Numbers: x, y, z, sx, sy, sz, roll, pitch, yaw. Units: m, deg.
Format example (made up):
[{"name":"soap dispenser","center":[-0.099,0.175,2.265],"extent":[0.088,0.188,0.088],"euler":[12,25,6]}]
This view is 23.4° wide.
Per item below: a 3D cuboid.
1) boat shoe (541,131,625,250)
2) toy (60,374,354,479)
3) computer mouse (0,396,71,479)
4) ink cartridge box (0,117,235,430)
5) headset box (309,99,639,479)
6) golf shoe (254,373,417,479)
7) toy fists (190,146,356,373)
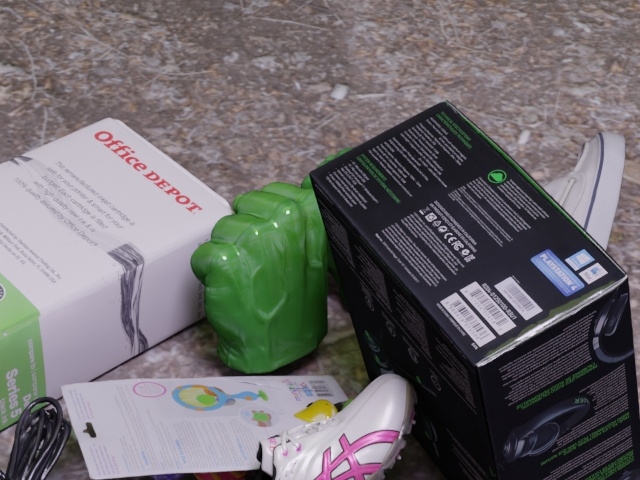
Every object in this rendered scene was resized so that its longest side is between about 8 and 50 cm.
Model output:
[{"name":"boat shoe","center":[0.232,-0.017,1.477],"extent":[0.088,0.096,0.268],"euler":[15,48,8]},{"name":"toy","center":[-0.081,0.164,1.250],"extent":[0.237,0.056,0.137],"euler":[-4,26,-19]},{"name":"computer mouse","center":[-0.336,0.196,1.205],"extent":[0.262,0.060,0.184],"euler":[8,52,6]},{"name":"ink cartridge box","center":[-0.238,0.022,1.371],"extent":[0.272,0.115,0.198],"euler":[-28,48,-32]},{"name":"headset box","center":[0.127,0.081,1.204],"extent":[0.131,0.283,0.246],"euler":[-28,45,-12]},{"name":"golf shoe","center":[-0.002,0.168,1.165],"extent":[0.186,0.086,0.067],"euler":[-50,17,-8]},{"name":"toy fists","center":[0.000,0.000,1.375],"extent":[0.279,0.142,0.096],"euler":[-25,36,-38]}]
